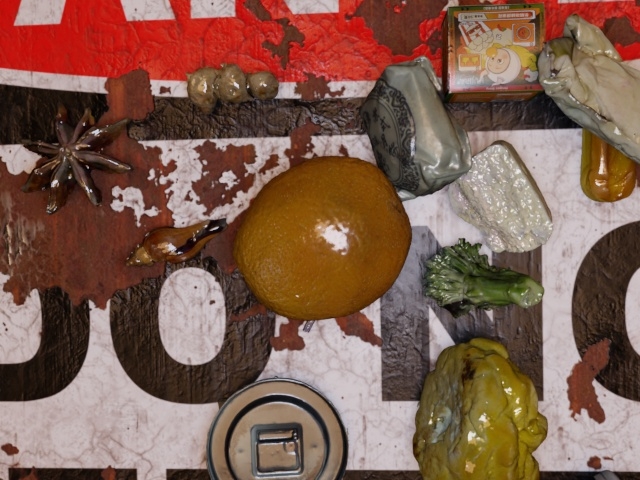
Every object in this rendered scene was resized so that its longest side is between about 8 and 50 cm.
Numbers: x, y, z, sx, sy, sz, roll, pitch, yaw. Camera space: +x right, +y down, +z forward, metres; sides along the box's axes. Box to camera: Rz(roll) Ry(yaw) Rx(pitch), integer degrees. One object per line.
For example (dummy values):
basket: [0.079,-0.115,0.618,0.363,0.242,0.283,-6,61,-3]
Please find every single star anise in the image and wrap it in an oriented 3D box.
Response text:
star anise: [-0.542,-0.189,1.586,0.287,0.088,0.289,-2,79,8]

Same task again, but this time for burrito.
burrito: [0.557,-0.273,1.384,0.331,0.135,0.190,37,72,3]

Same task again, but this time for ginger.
ginger: [-0.190,-0.335,1.559,0.203,0.080,0.105,-7,105,7]

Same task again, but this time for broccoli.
broccoli: [0.330,0.084,1.426,0.165,0.304,0.145,-44,109,-12]

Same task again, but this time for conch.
conch: [-0.320,0.009,1.577,0.232,0.080,0.086,-8,99,3]

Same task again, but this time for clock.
clock: [-0.092,0.450,1.560,0.312,0.061,0.313,0,88,-4]

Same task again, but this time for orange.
orange: [0.000,0.000,1.443,0.356,0.322,0.322,-25,90,15]

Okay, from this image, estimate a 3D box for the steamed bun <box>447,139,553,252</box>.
steamed bun: [0.366,-0.076,1.469,0.170,0.200,0.226,-33,89,17]

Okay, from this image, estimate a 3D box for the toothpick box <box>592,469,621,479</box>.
toothpick box: [0.527,0.648,1.463,0.316,0.229,0.229,-34,89,5]

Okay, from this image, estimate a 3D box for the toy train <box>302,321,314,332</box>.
toy train: [-0.014,0.165,1.589,0.017,0.017,0.083,28,94,1]

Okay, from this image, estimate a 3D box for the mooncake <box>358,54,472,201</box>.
mooncake: [0.178,-0.209,1.441,0.136,0.254,0.250,-19,81,-13]

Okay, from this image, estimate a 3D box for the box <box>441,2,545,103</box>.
box: [0.353,-0.383,1.483,0.194,0.148,0.178,0,93,5]

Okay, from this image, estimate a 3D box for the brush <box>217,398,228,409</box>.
brush: [-0.193,0.478,1.603,0.043,0.036,0.248,-8,90,-5]

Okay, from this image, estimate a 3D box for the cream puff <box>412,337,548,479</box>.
cream puff: [0.347,0.377,1.448,0.257,0.291,0.325,20,66,-16]

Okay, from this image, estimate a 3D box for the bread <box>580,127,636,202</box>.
bread: [0.604,-0.200,1.498,0.101,0.094,0.246,3,90,0]
